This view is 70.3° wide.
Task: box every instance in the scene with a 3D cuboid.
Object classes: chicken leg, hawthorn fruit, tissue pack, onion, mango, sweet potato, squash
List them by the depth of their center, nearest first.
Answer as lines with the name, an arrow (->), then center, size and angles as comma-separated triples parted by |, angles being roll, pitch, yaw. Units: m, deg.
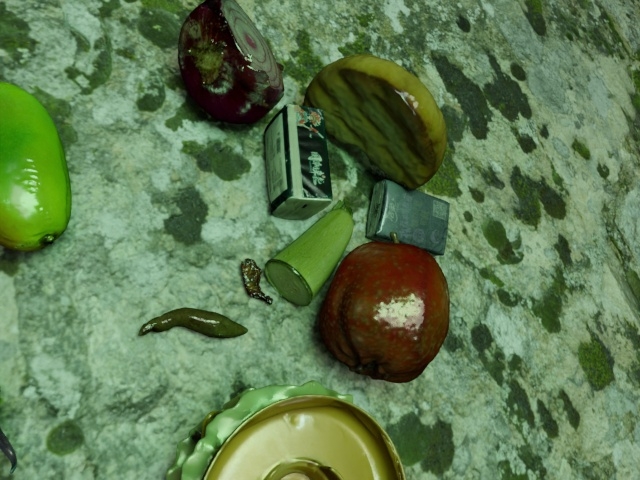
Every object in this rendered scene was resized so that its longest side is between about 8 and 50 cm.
mango -> -0.395, -0.094, 0.582 | 0.125, 0.111, 0.233 | -15, 78, -34
sweet potato -> -0.179, 0.119, 0.654 | 0.153, 0.038, 0.041 | 7, 47, -22
hawthorn fruit -> 0.108, 0.088, 0.711 | 0.205, 0.205, 0.253 | 30, 58, -14
chicken leg -> -0.105, 0.068, 0.717 | 0.036, 0.021, 0.083 | -19, 82, -39
squash -> 0.000, 0.000, 0.764 | 0.094, 0.094, 0.224 | 42, 53, -7
tissue pack -> -0.040, -0.129, 0.769 | 0.090, 0.103, 0.170 | 6, 70, -28
onion -> -0.138, -0.290, 0.769 | 0.195, 0.139, 0.218 | 53, 22, -2
tissue pack -> 0.169, -0.041, 0.863 | 0.156, 0.051, 0.112 | 16, 76, -22

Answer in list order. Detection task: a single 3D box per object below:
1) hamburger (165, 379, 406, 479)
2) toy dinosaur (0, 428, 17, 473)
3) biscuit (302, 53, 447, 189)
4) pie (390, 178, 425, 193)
hamburger -> -0.050, 0.312, 0.546 | 0.274, 0.212, 0.275 | 9, 66, -20
toy dinosaur -> -0.387, 0.170, 0.510 | 0.045, 0.080, 0.197 | -26, 85, -33
biscuit -> 0.106, -0.213, 0.793 | 0.274, 0.213, 0.091 | 41, 62, -1
pie -> 0.176, -0.106, 0.915 | 0.085, 0.017, 0.085 | 8, 70, -23
